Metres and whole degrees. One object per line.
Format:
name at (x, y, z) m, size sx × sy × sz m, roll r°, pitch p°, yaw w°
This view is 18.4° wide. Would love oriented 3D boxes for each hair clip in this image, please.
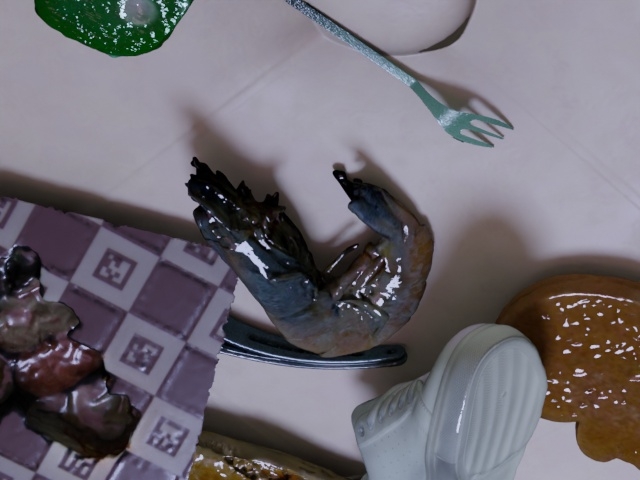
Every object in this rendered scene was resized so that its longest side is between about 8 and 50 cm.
hair clip at (-0.030, 0.100, 1.924) m, size 0.229 × 0.039 × 0.070 m, roll 10°, pitch 129°, yaw -8°

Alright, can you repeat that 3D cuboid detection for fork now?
fork at (0.064, -0.138, 1.680) m, size 0.235 × 0.021 × 0.039 m, roll 30°, pitch 128°, yaw -20°

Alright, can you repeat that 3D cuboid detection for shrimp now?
shrimp at (0.001, 0.006, 1.795) m, size 0.178 × 0.075 × 0.289 m, roll -28°, pitch 124°, yaw 15°

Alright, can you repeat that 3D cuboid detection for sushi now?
sushi at (-0.271, 0.106, 1.894) m, size 0.339 × 0.069 × 0.320 m, roll 12°, pitch 108°, yaw -6°

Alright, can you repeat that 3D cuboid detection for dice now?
dice at (-0.153, -0.231, 1.548) m, size 0.120 × 0.128 × 0.131 m, roll 24°, pitch 132°, yaw -17°

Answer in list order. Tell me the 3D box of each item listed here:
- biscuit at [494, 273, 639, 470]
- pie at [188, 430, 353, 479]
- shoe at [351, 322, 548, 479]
biscuit at (0.288, 0.131, 1.894) m, size 0.288 × 0.044 × 0.202 m, roll 37°, pitch 129°, yaw -27°
pie at (-0.058, 0.259, 2.056) m, size 0.282 × 0.068 × 0.128 m, roll 21°, pitch 135°, yaw -13°
shoe at (0.108, 0.172, 1.900) m, size 0.160 × 0.132 × 0.363 m, roll 40°, pitch 147°, yaw 26°
